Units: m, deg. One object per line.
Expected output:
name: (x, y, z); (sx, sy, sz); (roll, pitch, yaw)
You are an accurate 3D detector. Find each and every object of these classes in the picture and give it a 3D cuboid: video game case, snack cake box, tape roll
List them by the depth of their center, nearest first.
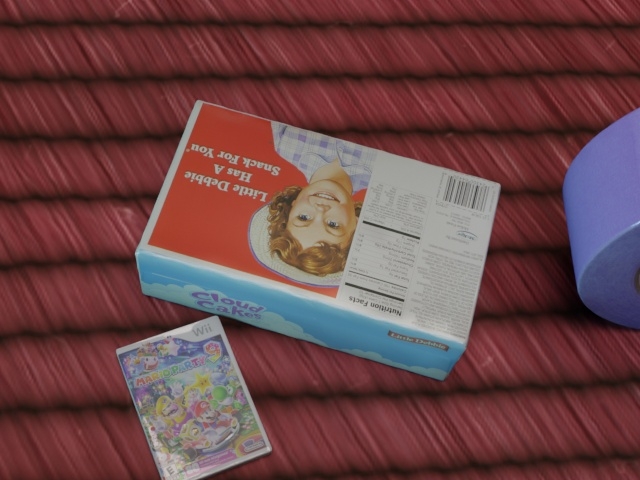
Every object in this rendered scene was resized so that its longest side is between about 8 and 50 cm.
tape roll: (0.330, -0.019, 0.814); (0.274, 0.275, 0.090); (1, 62, -6)
video game case: (-0.100, 0.126, 0.835); (0.087, 0.011, 0.122); (-18, 66, -15)
snack cake box: (0.000, 0.000, 0.869); (0.264, 0.089, 0.152); (16, 64, 2)
